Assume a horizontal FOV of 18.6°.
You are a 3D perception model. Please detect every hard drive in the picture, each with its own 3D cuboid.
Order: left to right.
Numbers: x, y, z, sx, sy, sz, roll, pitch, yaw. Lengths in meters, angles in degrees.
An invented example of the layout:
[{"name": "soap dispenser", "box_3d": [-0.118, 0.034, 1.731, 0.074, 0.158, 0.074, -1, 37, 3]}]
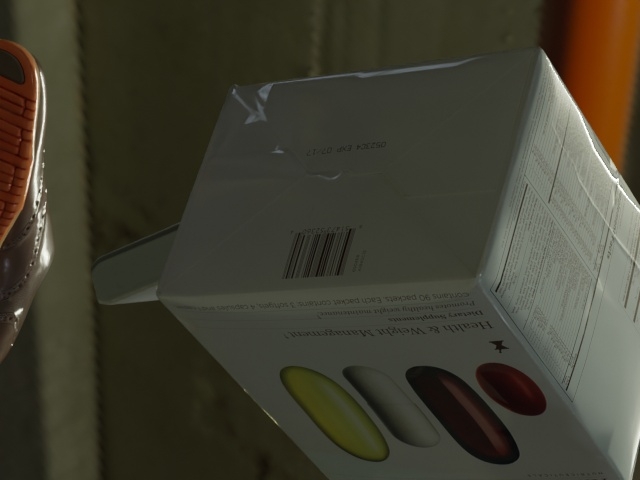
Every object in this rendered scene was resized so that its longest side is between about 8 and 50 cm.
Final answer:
[{"name": "hard drive", "box_3d": [0.000, 0.000, 1.545, 0.203, 0.308, 0.040, -21, -102, 41]}]

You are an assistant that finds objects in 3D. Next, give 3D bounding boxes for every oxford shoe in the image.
[{"name": "oxford shoe", "box_3d": [-0.316, -0.032, 1.863, 0.130, 0.133, 0.363, 28, -62, 19]}]

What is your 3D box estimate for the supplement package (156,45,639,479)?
[{"name": "supplement package", "box_3d": [0.059, 0.023, 1.059, 0.194, 0.149, 0.203, -4, -37, 33]}]
